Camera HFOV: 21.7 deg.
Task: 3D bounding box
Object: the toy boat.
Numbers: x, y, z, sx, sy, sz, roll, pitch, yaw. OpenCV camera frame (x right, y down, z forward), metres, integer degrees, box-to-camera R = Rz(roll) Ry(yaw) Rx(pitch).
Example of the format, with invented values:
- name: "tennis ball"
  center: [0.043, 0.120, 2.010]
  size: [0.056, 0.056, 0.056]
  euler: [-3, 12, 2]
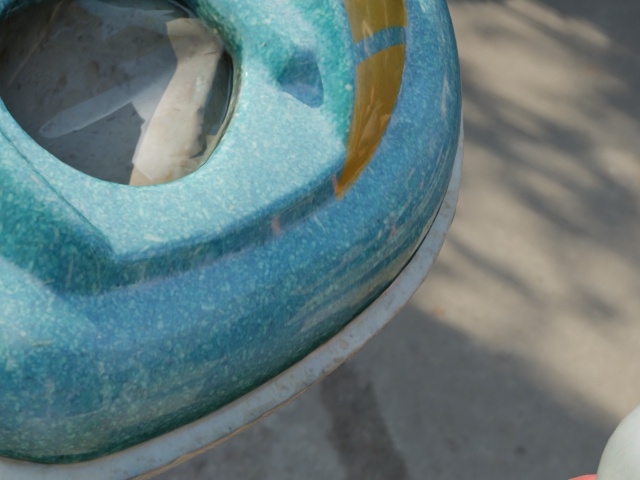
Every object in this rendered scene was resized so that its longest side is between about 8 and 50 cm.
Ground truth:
- name: "toy boat"
  center: [0.000, 0.000, 0.481]
  size: [0.318, 0.148, 0.267]
  euler: [45, 48, 2]
